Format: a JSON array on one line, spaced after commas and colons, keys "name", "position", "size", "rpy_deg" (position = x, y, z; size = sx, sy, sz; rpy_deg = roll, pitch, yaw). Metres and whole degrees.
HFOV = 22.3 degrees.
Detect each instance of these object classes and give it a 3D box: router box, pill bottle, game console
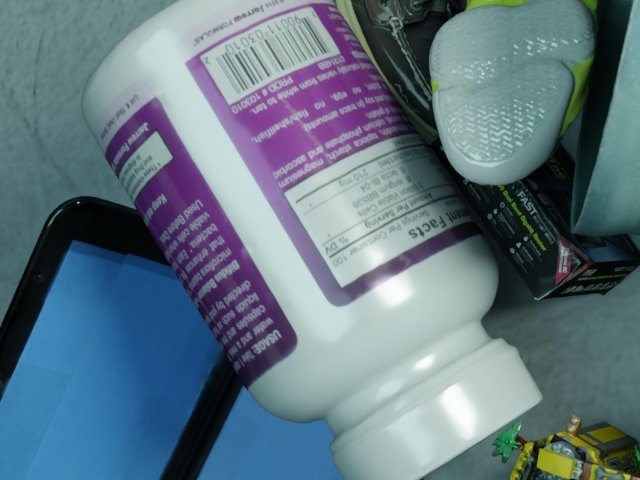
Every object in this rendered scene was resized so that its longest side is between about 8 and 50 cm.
[{"name": "router box", "position": [0.132, -0.023, 0.986], "size": [0.038, 0.092, 0.122], "rpy_deg": [-43, 69, 27]}, {"name": "pill bottle", "position": [0.000, 0.000, 0.969], "size": [0.169, 0.169, 0.302], "rpy_deg": [-36, 81, 28]}, {"name": "game console", "position": [-0.093, 0.153, 1.088], "size": [0.250, 0.173, 0.293], "rpy_deg": [35, 110, 28]}]

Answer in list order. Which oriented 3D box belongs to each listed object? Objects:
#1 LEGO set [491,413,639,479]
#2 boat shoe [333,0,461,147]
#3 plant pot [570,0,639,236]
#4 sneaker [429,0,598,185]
[{"name": "LEGO set", "position": [0.176, 0.259, 0.899], "size": [0.331, 0.192, 0.255], "rpy_deg": [40, 111, 26]}, {"name": "boat shoe", "position": [0.052, -0.163, 1.045], "size": [0.073, 0.080, 0.224], "rpy_deg": [-38, 66, 33]}, {"name": "plant pot", "position": [0.249, -0.128, 0.820], "size": [0.196, 0.293, 0.293], "rpy_deg": [11, 97, 6]}, {"name": "sneaker", "position": [0.123, -0.106, 0.943], "size": [0.091, 0.126, 0.240], "rpy_deg": [3, 55, 17]}]
